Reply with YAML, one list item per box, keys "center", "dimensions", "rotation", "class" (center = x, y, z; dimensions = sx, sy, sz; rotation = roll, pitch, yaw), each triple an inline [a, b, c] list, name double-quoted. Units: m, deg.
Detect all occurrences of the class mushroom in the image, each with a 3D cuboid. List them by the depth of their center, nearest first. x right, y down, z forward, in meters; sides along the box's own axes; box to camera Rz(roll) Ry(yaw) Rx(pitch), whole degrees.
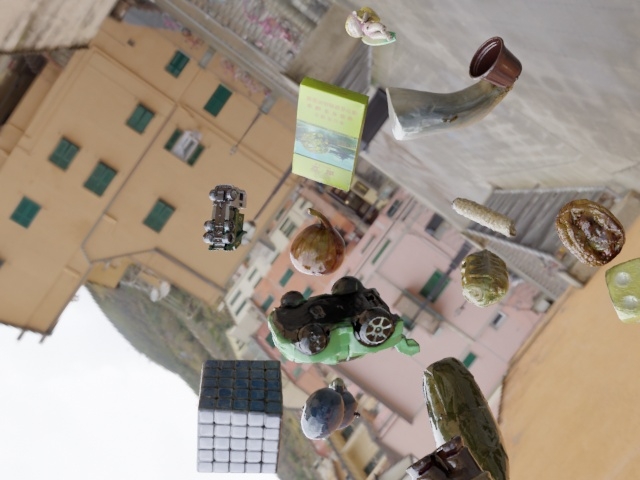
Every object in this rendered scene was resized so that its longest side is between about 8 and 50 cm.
- center: [0.416, -0.431, 1.977]
  dimensions: [0.126, 0.396, 0.177]
  rotation: [-81, -18, -84]
  class: "mushroom"

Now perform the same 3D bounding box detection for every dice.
- center: [0.947, 0.145, 1.824]
  dimensions: [0.169, 0.169, 0.166]
  rotation: [20, -124, -51]
  class: "dice"

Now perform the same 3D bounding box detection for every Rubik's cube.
- center: [-0.230, 0.498, 1.786]
  dimensions: [0.236, 0.238, 0.237]
  rotation: [3, -154, -5]
  class: "Rubik's cube"

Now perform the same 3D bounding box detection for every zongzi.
- center: [0.384, 0.472, 1.639]
  dimensions: [0.393, 0.174, 0.356]
  rotation: [81, 175, -72]
  class: "zongzi"

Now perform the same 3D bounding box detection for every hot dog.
- center: [0.800, -0.018, 1.844]
  dimensions: [0.227, 0.160, 0.099]
  rotation: [36, -167, -13]
  class: "hot dog"

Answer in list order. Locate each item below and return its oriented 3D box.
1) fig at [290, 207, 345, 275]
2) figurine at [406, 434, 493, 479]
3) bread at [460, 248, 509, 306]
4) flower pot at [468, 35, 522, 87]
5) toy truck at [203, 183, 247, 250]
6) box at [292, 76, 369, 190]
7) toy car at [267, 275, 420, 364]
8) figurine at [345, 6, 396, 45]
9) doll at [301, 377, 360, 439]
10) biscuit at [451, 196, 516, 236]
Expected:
- center: [0.004, 0.004, 1.956]
  dimensions: [0.175, 0.207, 0.175]
  rotation: [16, -165, -4]
  class: "fig"
- center: [0.297, 0.492, 0.987]
  dimensions: [0.365, 0.218, 0.206]
  rotation: [61, 151, 9]
  class: "figurine"
- center: [0.529, 0.123, 2.014]
  dimensions: [0.268, 0.152, 0.130]
  rotation: [-59, -40, -66]
  class: "bread"
- center: [0.427, -0.419, 1.501]
  dimensions: [0.089, 0.111, 0.111]
  rotation: [24, -170, -25]
  class: "flower pot"
- center: [-0.299, -0.069, 2.042]
  dimensions: [0.110, 0.216, 0.116]
  rotation: [1, 174, 34]
  class: "toy truck"
- center: [0.021, -0.291, 1.765]
  dimensions: [0.187, 0.047, 0.335]
  rotation: [19, 143, 8]
  class: "box"
- center: [0.057, 0.219, 1.558]
  dimensions: [0.358, 0.177, 0.213]
  rotation: [-13, -154, -16]
  class: "toy car"
- center: [0.119, -0.502, 1.462]
  dimensions: [0.083, 0.083, 0.187]
  rotation: [33, -172, -33]
  class: "figurine"
- center: [0.026, 0.598, 2.179]
  dimensions: [0.154, 0.228, 0.258]
  rotation: [19, -175, 37]
  class: "doll"
- center: [0.477, -0.072, 1.823]
  dimensions: [0.219, 0.055, 0.061]
  rotation: [34, 171, 46]
  class: "biscuit"
